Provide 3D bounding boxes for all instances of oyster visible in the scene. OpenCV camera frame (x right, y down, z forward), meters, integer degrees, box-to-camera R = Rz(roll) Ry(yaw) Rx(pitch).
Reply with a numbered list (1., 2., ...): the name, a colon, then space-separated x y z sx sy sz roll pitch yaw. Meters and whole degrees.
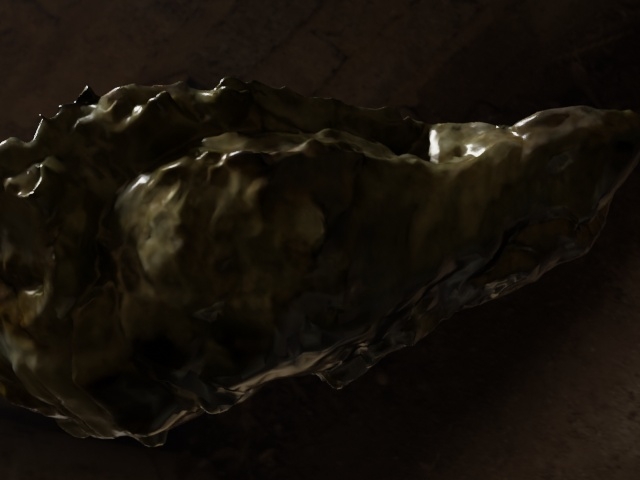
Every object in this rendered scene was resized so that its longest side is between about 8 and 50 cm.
1. oyster: 0.000 0.007 0.493 0.133 0.337 0.197 60 156 30
